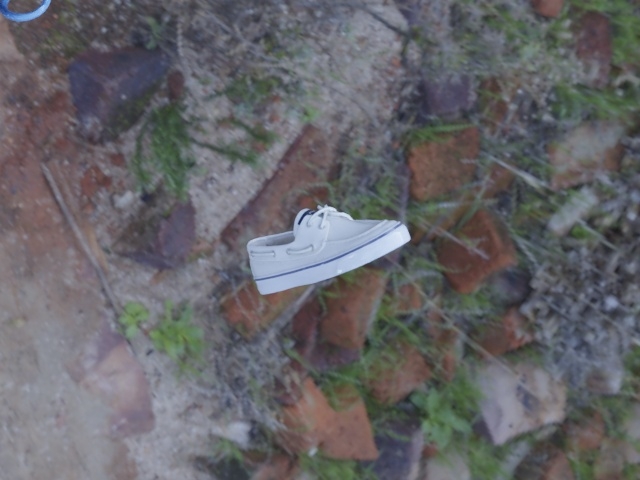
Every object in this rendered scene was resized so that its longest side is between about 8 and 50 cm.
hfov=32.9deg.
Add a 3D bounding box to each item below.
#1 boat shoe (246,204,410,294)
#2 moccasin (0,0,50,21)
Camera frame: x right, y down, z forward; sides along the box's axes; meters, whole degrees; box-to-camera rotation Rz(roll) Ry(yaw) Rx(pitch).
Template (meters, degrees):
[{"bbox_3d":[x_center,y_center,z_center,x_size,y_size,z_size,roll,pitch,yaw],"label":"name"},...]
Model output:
[{"bbox_3d":[0.000,0.000,0.542,0.035,0.100,0.035,-28,98,-44],"label":"boat shoe"},{"bbox_3d":[-0.210,-0.209,0.720,0.117,0.342,0.138,6,92,-35],"label":"moccasin"}]
